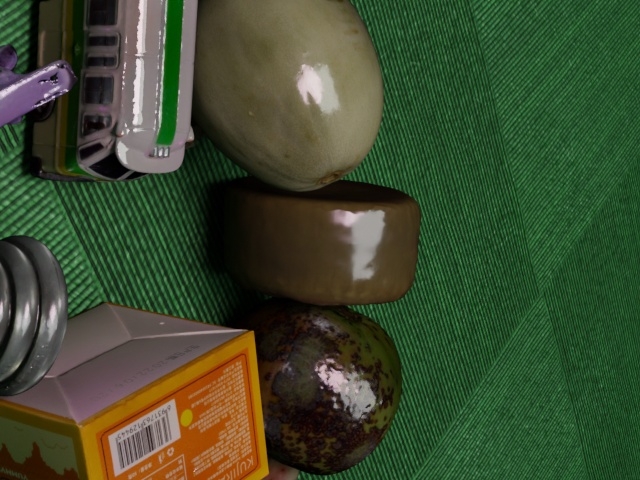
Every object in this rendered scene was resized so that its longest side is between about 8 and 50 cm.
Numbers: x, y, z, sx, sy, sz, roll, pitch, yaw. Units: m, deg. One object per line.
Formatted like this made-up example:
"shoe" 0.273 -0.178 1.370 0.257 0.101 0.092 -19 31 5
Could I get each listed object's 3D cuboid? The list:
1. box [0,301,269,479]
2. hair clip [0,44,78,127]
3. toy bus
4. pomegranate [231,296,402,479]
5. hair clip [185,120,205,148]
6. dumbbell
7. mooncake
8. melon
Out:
"box" -0.249 0.227 1.443 0.283 0.259 0.214 -25 115 -48
"hair clip" -0.396 -0.118 1.341 0.278 0.090 0.137 -40 140 -31
"toy bus" -0.237 -0.217 1.449 0.143 0.179 0.305 0 96 -53
"pomegranate" -0.040 0.245 1.759 0.285 0.285 0.341 9 115 -53
"hair clip" -0.188 -0.132 1.620 0.226 0.072 0.034 -33 118 -45
"dumbbell" -0.427 0.058 1.218 0.406 0.179 0.179 12 86 -47
"mooncake" 0.000 0.000 1.719 0.284 0.284 0.155 -5 104 -53
"melon" -0.052 -0.213 1.553 0.272 0.272 0.308 -45 114 -39
